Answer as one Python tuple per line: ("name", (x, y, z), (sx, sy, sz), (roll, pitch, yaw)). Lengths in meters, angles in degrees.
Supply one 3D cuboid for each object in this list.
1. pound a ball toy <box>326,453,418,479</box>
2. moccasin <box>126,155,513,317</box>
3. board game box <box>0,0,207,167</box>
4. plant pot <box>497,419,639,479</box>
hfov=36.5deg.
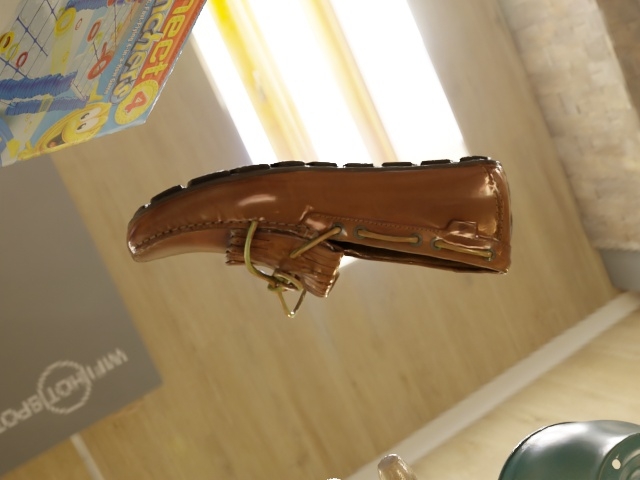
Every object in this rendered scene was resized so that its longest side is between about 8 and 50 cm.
("pound a ball toy", (0.051, 0.340, 1.141), (0.208, 0.135, 0.319), (-34, -174, -10))
("moccasin", (0.000, 0.000, 0.964), (0.380, 0.146, 0.139), (-2, 173, -7))
("board game box", (-0.219, -0.212, 0.846), (0.302, 0.086, 0.308), (-31, 160, -55))
("plant pot", (0.405, 0.365, 1.319), (0.272, 0.271, 0.255), (-28, 168, -17))
